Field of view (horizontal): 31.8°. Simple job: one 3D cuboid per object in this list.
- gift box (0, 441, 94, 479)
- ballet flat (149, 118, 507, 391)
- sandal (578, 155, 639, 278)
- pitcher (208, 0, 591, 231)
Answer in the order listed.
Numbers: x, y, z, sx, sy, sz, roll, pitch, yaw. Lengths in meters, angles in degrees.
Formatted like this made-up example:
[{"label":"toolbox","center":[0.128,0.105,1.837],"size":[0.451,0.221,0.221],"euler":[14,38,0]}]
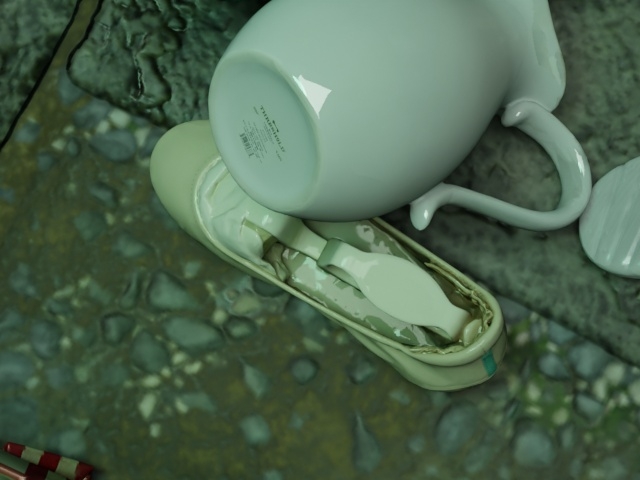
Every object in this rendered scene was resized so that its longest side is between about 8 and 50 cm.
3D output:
[{"label":"gift box","center":[-0.164,0.252,0.547],"size":[0.276,0.258,0.255],"euler":[33,84,-10]},{"label":"ballet flat","center":[0.000,0.000,0.648],"size":[0.248,0.086,0.086],"euler":[32,86,10]},{"label":"sandal","center":[0.283,-0.026,0.633],"size":[0.265,0.076,0.102],"euler":[-10,65,25]},{"label":"pitcher","center":[0.056,-0.065,0.608],"size":[0.207,0.125,0.178],"euler":[-26,86,-39]}]
